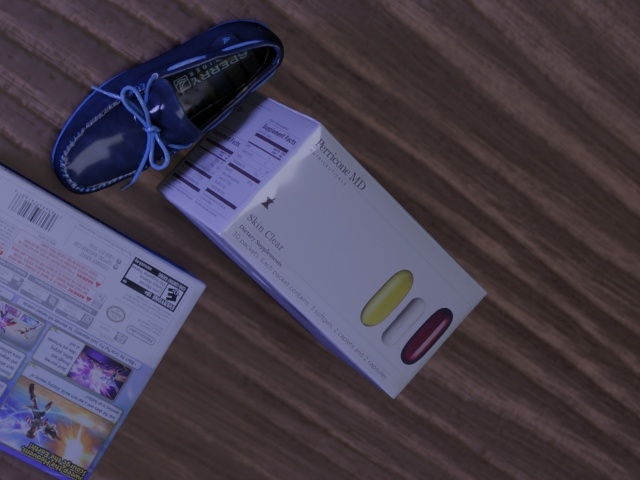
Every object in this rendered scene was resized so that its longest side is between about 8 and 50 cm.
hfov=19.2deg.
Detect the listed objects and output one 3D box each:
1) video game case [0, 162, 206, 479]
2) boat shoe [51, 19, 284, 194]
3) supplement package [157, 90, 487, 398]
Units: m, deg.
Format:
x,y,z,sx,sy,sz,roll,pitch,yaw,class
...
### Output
x,y,z,sx,sy,sz,roll,pitch,yaw,class
-0.288,0.080,1.865,0.269,0.061,0.244,32,89,-26,video game case
-0.151,-0.138,1.847,0.258,0.089,0.109,-41,115,-8,boat shoe
0.000,0.000,1.885,0.145,0.204,0.262,-49,116,-5,supplement package
